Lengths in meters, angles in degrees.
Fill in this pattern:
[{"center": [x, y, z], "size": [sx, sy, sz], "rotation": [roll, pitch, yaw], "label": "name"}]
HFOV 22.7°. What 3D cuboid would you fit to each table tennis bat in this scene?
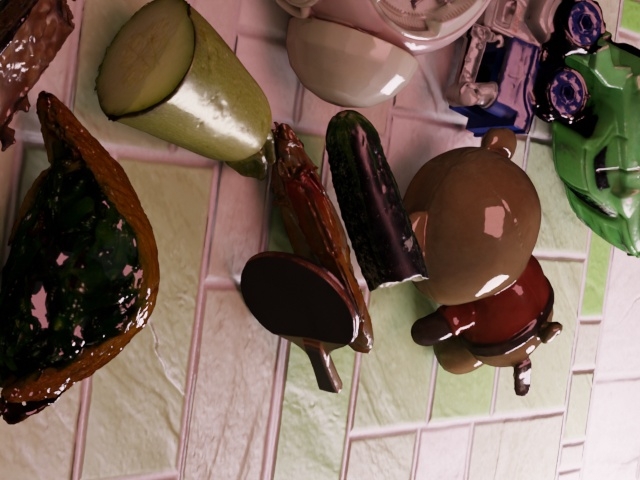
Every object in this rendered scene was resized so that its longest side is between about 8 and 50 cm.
[{"center": [-0.015, 0.090, 1.712], "size": [0.019, 0.130, 0.220], "rotation": [-63, 148, -36], "label": "table tennis bat"}]

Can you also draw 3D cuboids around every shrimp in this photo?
[{"center": [0.001, -0.001, 1.719], "size": [0.062, 0.154, 0.294], "rotation": [-27, 118, -4], "label": "shrimp"}]

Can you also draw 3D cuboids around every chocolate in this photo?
[{"center": [-0.310, -0.095, 1.319], "size": [0.329, 0.065, 0.102], "rotation": [-57, 153, -27], "label": "chocolate"}]

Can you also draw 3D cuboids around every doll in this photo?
[{"center": [0.199, 0.035, 1.957], "size": [0.235, 0.174, 0.330], "rotation": [-45, 132, -25], "label": "doll"}]

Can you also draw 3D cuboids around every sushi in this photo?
[{"center": [-0.214, 0.022, 1.398], "size": [0.140, 0.149, 0.287], "rotation": [7, 97, -51], "label": "sushi"}]

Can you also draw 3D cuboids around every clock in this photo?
[{"center": [0.070, -0.342, 1.695], "size": [0.326, 0.184, 0.342], "rotation": [-42, 124, -36], "label": "clock"}]

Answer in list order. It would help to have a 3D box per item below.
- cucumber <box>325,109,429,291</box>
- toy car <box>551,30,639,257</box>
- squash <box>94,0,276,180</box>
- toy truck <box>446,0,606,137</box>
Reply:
[{"center": [0.055, -0.041, 1.755], "size": [0.074, 0.074, 0.241], "rotation": [-49, 131, -37], "label": "cucumber"}, {"center": [0.399, -0.143, 2.171], "size": [0.176, 0.213, 0.358], "rotation": [-20, 125, -24], "label": "toy car"}, {"center": [-0.116, -0.144, 1.551], "size": [0.287, 0.137, 0.137], "rotation": [27, 75, -65], "label": "squash"}, {"center": [0.234, -0.237, 1.987], "size": [0.177, 0.161, 0.213], "rotation": [20, 80, -31], "label": "toy truck"}]
